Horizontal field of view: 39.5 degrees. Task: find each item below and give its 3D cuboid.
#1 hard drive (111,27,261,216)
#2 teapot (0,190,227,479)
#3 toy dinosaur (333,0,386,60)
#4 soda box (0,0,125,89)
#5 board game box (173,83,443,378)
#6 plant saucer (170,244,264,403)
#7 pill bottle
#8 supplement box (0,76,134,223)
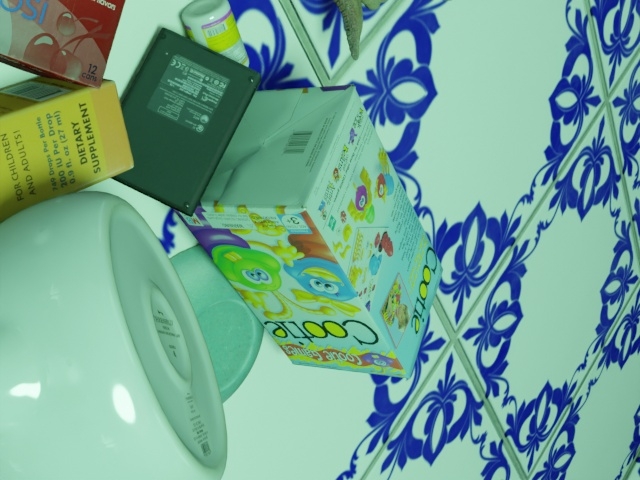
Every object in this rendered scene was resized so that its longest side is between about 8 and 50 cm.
[{"bbox_3d":[-0.121,-0.100,0.751,0.135,0.094,0.022,-64,180,-8],"label":"hard drive"},{"bbox_3d":[-0.188,0.098,0.626,0.187,0.252,0.256,-21,127,3],"label":"teapot"},{"bbox_3d":[0.055,-0.333,0.845,0.200,0.127,0.295,28,95,-44],"label":"toy dinosaur"},{"bbox_3d":[-0.253,-0.175,0.556,0.263,0.092,0.083,14,93,-51],"label":"soda box"},{"bbox_3d":[0.000,0.000,0.869,0.275,0.142,0.144,58,43,-44],"label":"board game box"},{"bbox_3d":[-0.113,0.101,0.885,0.195,0.037,0.195,-22,121,-44],"label":"plant saucer"},{"bbox_3d":[-0.090,-0.171,0.793,0.043,0.043,0.083,-45,135,-29],"label":"pill bottle"},{"bbox_3d":[-0.250,-0.050,0.625,0.233,0.080,0.078,-30,125,-37],"label":"supplement box"}]
